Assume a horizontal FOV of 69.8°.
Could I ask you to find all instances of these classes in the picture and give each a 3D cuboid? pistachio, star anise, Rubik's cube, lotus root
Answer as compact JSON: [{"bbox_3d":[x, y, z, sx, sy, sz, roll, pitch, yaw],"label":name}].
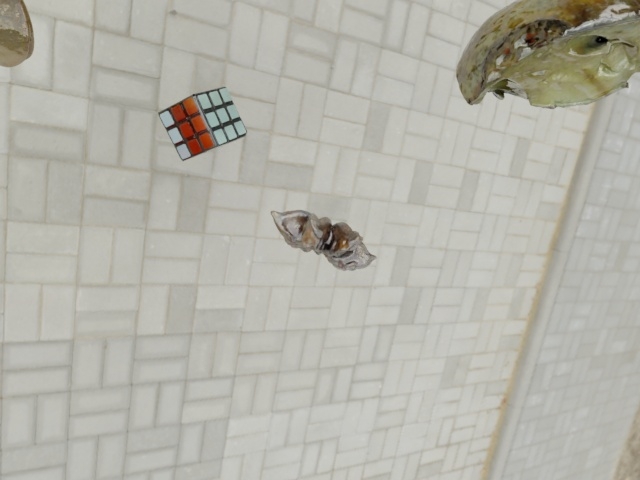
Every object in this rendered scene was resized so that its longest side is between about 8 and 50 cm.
[{"bbox_3d":[-0.708,-0.493,0.965,0.260,0.213,0.162,68,37,-52],"label":"pistachio"},{"bbox_3d":[0.002,-0.003,0.859,0.197,0.212,0.073,66,47,-71],"label":"star anise"},{"bbox_3d":[-0.346,-0.346,1.364,0.162,0.161,0.163,-48,119,-53],"label":"Rubik's cube"},{"bbox_3d":[0.326,-0.270,0.605,0.314,0.210,0.142,-8,75,-41],"label":"lotus root"}]
